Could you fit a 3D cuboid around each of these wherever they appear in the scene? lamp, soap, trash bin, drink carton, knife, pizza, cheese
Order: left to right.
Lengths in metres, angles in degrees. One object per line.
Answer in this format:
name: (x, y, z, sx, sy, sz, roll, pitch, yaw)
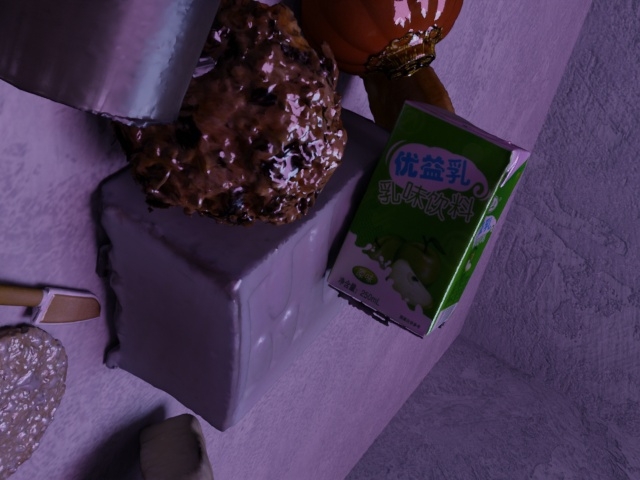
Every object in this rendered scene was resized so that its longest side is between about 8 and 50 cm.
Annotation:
knife: (-0.311, 0.072, 0.939, 0.046, 0.022, 0.256, -66, 165, -1)
trash bin: (-0.150, -0.258, 0.607, 0.252, 0.203, 0.302, 1, 120, -48)
cheese: (-0.208, 0.436, 1.302, 0.115, 0.327, 0.318, -15, 161, -9)
soap: (-0.074, 0.001, 1.144, 0.435, 0.212, 0.350, -44, 154, -40)
lamp: (0.080, -0.309, 1.094, 0.223, 0.197, 0.223, -22, 172, -3)
pizza: (0.139, -0.179, 1.267, 0.073, 0.365, 0.182, -10, 128, -13)
drink carton: (0.132, -0.027, 1.073, 0.108, 0.161, 0.271, -9, 126, -65)

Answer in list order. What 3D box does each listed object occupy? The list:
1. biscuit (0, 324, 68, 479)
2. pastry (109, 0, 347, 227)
biscuit: (-0.349, 0.180, 0.986, 0.133, 0.032, 0.250, -41, 152, -44)
pastry: (-0.094, -0.140, 0.871, 0.193, 0.274, 0.275, -72, -178, -64)
